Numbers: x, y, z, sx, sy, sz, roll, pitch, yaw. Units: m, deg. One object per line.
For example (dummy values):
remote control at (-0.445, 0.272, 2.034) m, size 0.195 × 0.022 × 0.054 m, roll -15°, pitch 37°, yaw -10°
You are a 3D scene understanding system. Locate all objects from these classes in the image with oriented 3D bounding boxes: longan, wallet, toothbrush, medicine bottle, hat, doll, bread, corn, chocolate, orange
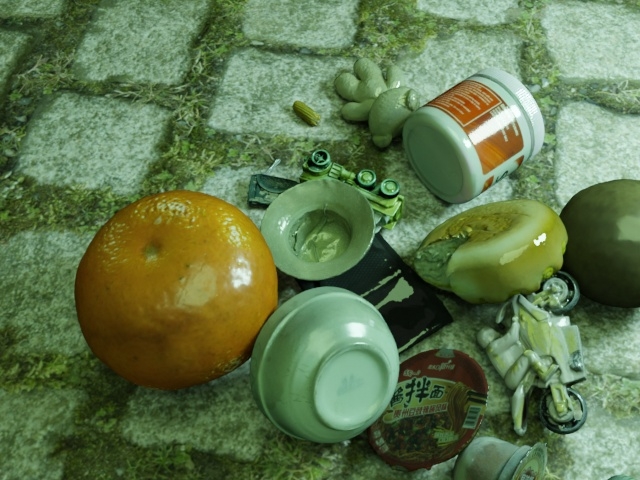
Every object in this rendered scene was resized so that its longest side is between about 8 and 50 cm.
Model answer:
longan at (0.653, 0.005, 1.517) m, size 0.297 × 0.297 × 0.297 m, roll 0°, pitch 61°, yaw 0°
wallet at (0.110, 0.119, 1.585) m, size 0.247 × 0.041 × 0.323 m, roll -30°, pitch 64°, yaw -13°
toothbrush at (-0.143, -0.163, 1.762) m, size 0.011 × 0.013 × 0.131 m, roll 35°, pitch 65°, yaw 16°
medicine bottle at (0.359, -0.247, 1.667) m, size 0.240 × 0.252 × 0.252 m, roll -34°, pitch 66°, yaw -16°
hat at (0.000, 0.000, 1.572) m, size 0.257 × 0.130 × 0.257 m, roll -4°, pitch 62°, yaw 7°
wallet at (-0.113, -0.120, 1.723) m, size 0.129 × 0.026 × 0.088 m, roll 9°, pitch 62°, yaw -3°
doll at (0.156, -0.374, 1.832) m, size 0.149 × 0.175 × 0.278 m, roll 1°, pitch 41°, yaw -43°
bread at (0.374, 0.029, 1.503) m, size 0.333 × 0.333 × 0.160 m, roll -32°, pitch 109°, yaw -16°
corn at (-0.037, -0.337, 1.847) m, size 0.037 × 0.037 × 0.092 m, roll -40°, pitch 65°, yaw -19°
chocolate at (0.329, 0.460, 1.335) m, size 0.147 × 0.221 × 0.221 m, roll 13°, pitch 58°, yaw 39°
orange at (-0.287, 0.104, 1.434) m, size 0.423 × 0.326 × 0.424 m, roll -9°, pitch 55°, yaw 14°

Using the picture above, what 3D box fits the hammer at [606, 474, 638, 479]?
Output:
hammer at (0.609, 0.613, 1.270) m, size 0.206 × 0.119 × 0.335 m, roll -36°, pitch 73°, yaw -17°

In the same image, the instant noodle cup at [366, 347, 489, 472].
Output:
instant noodle cup at (0.229, 0.350, 1.390) m, size 0.274 × 0.091 × 0.274 m, roll -29°, pitch 33°, yaw 21°

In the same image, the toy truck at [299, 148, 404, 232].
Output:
toy truck at (0.061, -0.104, 1.663) m, size 0.259 × 0.128 × 0.135 m, roll 30°, pitch 69°, yaw 16°

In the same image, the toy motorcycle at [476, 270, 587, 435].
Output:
toy motorcycle at (0.440, 0.233, 1.464) m, size 0.222 × 0.108 × 0.341 m, roll -8°, pitch 70°, yaw 21°

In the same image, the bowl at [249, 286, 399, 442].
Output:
bowl at (0.027, 0.254, 1.346) m, size 0.307 × 0.307 × 0.163 m, roll -33°, pitch 23°, yaw -17°
